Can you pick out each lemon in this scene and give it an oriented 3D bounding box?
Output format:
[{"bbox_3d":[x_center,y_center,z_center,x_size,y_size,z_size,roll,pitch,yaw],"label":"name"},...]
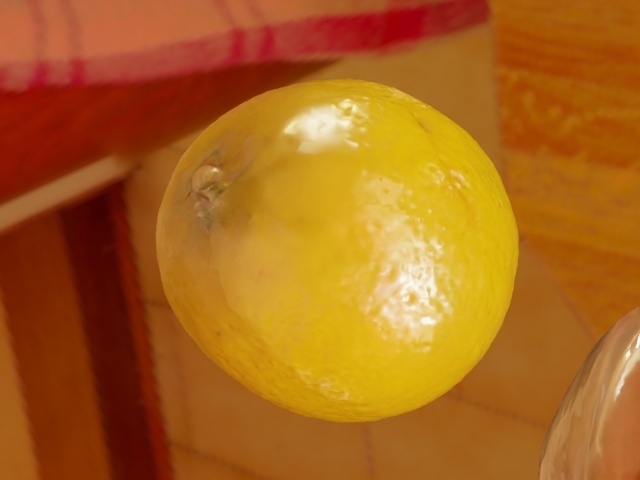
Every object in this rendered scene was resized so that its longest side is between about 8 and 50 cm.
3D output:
[{"bbox_3d":[0.000,0.000,1.330,0.240,0.219,0.240,-21,58,38],"label":"lemon"}]

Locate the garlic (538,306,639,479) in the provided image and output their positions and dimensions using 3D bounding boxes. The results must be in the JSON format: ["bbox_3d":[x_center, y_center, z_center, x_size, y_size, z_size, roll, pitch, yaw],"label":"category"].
[{"bbox_3d":[0.197,0.121,0.803,0.160,0.191,0.214,-16,125,47],"label":"garlic"}]
